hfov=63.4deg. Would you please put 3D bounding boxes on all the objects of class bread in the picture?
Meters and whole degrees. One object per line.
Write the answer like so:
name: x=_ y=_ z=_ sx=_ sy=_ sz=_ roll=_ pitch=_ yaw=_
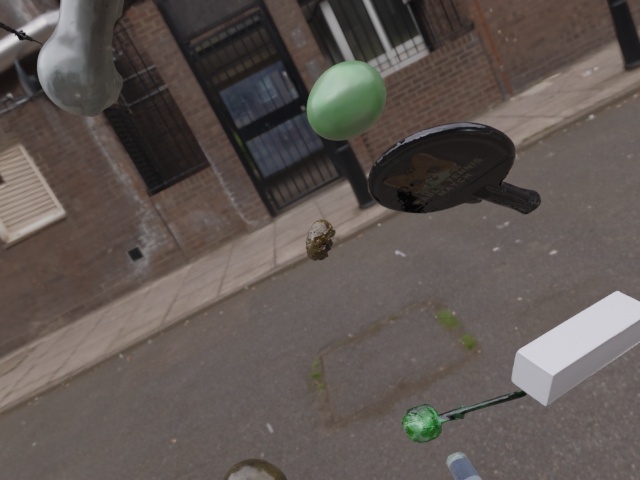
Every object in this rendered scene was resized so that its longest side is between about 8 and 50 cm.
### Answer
bread: x=0.000 y=0.000 z=1.379 sx=0.060 sy=0.113 sz=0.082 roll=15 pitch=0 yaw=19

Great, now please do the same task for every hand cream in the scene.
hand cream: x=0.327 y=0.538 z=1.081 sx=0.048 sy=0.079 sz=0.255 roll=16 pitch=10 yaw=-11

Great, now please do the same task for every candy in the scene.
candy: x=0.356 y=0.429 z=1.296 sx=0.324 sy=0.097 sz=0.097 roll=-26 pitch=12 yaw=23

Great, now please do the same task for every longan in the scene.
longan: x=-0.175 y=0.673 z=1.392 sx=0.188 sy=0.167 sz=0.167 roll=-4 pitch=15 yaw=3

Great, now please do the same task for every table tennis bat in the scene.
table tennis bat: x=0.158 y=-0.065 z=0.566 sx=0.237 sy=0.027 sz=0.150 roll=12 pitch=-33 yaw=-33

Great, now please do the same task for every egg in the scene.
egg: x=0.080 y=-0.430 z=1.608 sx=0.269 sy=0.220 sz=0.220 roll=-50 pitch=18 yaw=-11

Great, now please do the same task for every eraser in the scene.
eraser: x=0.487 y=0.191 z=0.955 sx=0.298 sy=0.076 sz=0.078 roll=-21 pitch=34 yaw=-26

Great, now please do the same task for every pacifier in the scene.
pacifier: x=-0.238 y=-0.290 z=0.552 sx=0.333 sy=0.273 sz=0.220 roll=12 pitch=48 yaw=5

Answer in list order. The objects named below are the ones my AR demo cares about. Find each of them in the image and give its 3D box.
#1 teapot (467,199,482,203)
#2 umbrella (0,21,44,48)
teapot: x=0.507 y=-0.172 z=1.772 sx=0.091 sy=0.092 sz=0.124 roll=-10 pitch=-12 yaw=-16
umbrella: x=-0.598 y=-0.406 z=0.992 sx=0.022 sy=0.022 sz=0.149 roll=-35 pitch=-27 yaw=20
